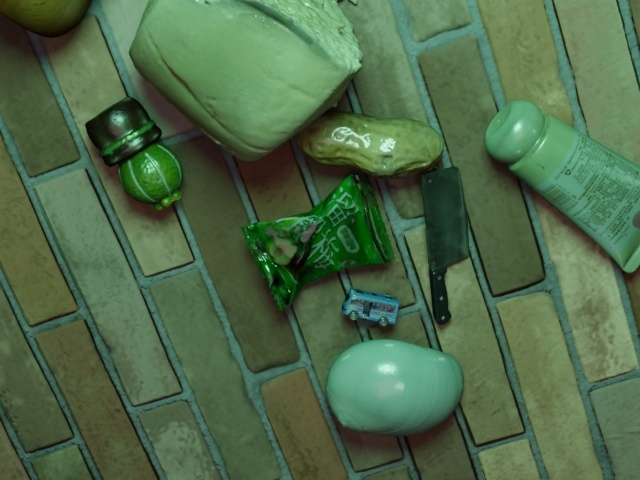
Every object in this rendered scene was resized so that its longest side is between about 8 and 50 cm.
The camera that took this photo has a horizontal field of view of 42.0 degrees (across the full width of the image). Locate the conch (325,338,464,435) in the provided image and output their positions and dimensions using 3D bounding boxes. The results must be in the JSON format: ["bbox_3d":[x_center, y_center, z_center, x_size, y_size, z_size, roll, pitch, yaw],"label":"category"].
[{"bbox_3d":[0.118,0.238,1.288,0.221,0.121,0.185,2,136,-5],"label":"conch"}]

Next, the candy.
[{"bbox_3d":[-0.001,-0.003,1.229,0.203,0.078,0.141,-24,116,-5],"label":"candy"}]

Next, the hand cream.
[{"bbox_3d":[0.375,-0.088,1.191,0.306,0.093,0.147,33,99,-10],"label":"hand cream"}]

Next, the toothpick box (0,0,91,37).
[{"bbox_3d":[-0.305,-0.411,1.057,0.192,0.192,0.294,41,108,-10],"label":"toothpick box"}]

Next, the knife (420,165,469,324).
[{"bbox_3d":[0.191,0.010,1.251,0.072,0.019,0.245,-13,112,-15],"label":"knife"}]

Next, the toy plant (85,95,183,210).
[{"bbox_3d":[-0.257,-0.119,1.189,0.093,0.093,0.162,-31,107,9],"label":"toy plant"}]

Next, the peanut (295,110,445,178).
[{"bbox_3d":[0.070,-0.138,1.179,0.214,0.099,0.099,14,106,2],"label":"peanut"}]

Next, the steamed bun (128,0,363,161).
[{"bbox_3d":[-0.100,-0.251,1.059,0.290,0.272,0.273,35,104,-5],"label":"steamed bun"}]

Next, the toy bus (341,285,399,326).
[{"bbox_3d":[0.076,0.101,1.275,0.083,0.038,0.046,12,101,-5],"label":"toy bus"}]
